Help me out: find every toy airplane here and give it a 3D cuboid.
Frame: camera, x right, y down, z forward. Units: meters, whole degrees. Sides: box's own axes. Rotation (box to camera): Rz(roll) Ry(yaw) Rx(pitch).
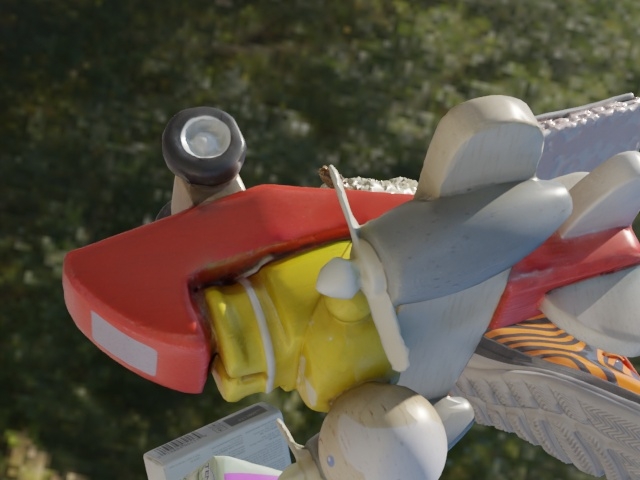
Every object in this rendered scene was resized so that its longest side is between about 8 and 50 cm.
[{"bbox_3d":[0.065,0.062,1.190,0.384,0.386,0.272,-22,-128,31],"label":"toy airplane"}]

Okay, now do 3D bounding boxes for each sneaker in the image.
[{"bbox_3d":[0.217,0.083,1.430,0.321,0.124,0.180,19,-122,44],"label":"sneaker"}]

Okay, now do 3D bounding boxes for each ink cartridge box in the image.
[{"bbox_3d":[-0.122,0.353,2.243,0.066,0.189,0.232,24,-51,50],"label":"ink cartridge box"}]

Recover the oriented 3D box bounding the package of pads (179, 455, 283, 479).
[{"bbox_3d":[-0.011,0.379,1.838,0.101,0.296,0.229,-39,-136,43],"label":"package of pads"}]

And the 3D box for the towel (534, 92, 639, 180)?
[{"bbox_3d":[0.289,-0.041,2.333,0.053,0.332,0.317,46,-42,38],"label":"towel"}]

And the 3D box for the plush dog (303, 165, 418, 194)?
[{"bbox_3d":[0.000,0.000,2.360,0.225,0.210,0.262,-21,-139,39],"label":"plush dog"}]
